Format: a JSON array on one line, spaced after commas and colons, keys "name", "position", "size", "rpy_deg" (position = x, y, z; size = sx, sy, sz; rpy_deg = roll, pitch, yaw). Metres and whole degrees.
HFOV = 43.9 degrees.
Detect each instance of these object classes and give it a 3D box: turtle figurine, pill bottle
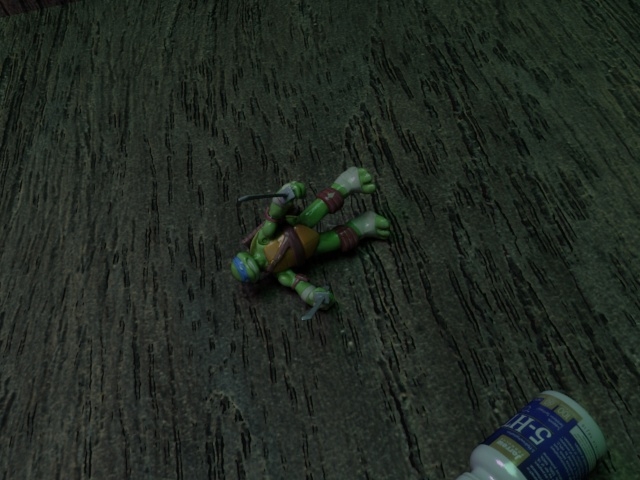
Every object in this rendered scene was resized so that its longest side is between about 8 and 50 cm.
[{"name": "turtle figurine", "position": [0.000, 0.000, 1.275], "size": [0.266, 0.274, 0.197], "rpy_deg": [-32, 82, -23]}, {"name": "pill bottle", "position": [0.253, 0.284, 0.990], "size": [0.187, 0.112, 0.112], "rpy_deg": [-34, 48, -20]}]
